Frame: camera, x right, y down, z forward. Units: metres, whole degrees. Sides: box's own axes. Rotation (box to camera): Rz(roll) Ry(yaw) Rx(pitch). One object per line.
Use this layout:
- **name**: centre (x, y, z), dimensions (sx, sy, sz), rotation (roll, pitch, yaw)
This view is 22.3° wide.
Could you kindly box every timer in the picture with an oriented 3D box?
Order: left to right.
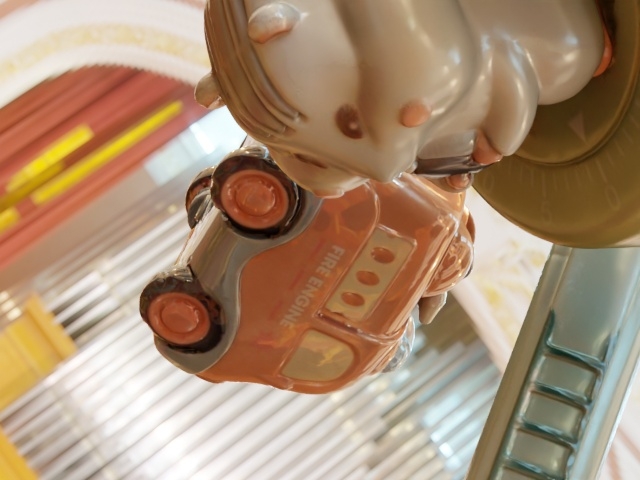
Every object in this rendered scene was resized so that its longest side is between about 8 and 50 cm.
- **timer**: centre (0.088, -0.111, 0.822), dimensions (0.291, 0.315, 0.290), rotation (31, -52, 51)

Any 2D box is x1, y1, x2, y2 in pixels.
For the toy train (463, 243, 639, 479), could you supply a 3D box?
- **toy train**: centre (0.173, 0.061, 1.075), dimensions (0.086, 0.407, 0.088), rotation (19, -17, 14)

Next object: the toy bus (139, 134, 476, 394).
- **toy bus**: centre (0.000, 0.000, 1.325), dimensions (0.232, 0.194, 0.287), rotation (26, -57, -9)
